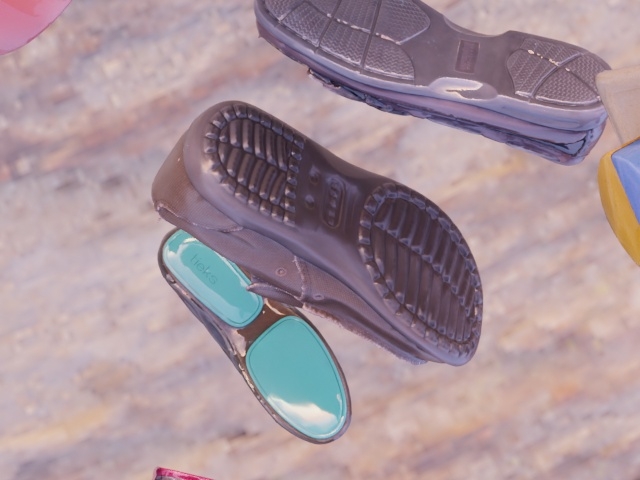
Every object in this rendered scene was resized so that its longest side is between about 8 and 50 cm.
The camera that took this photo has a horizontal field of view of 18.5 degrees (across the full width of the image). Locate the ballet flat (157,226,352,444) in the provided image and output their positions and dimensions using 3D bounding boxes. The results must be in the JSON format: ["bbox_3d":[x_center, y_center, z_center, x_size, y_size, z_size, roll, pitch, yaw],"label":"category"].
[{"bbox_3d":[-0.063,0.095,2.061,0.095,0.280,0.096,-37,172,-7],"label":"ballet flat"}]

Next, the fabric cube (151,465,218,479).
[{"bbox_3d":[-0.088,0.400,2.099,0.254,0.258,0.259,15,176,-3],"label":"fabric cube"}]

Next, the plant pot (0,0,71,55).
[{"bbox_3d":[-0.301,-0.294,1.400,0.243,0.275,0.275,19,130,-38],"label":"plant pot"}]

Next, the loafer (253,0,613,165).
[{"bbox_3d":[0.086,-0.130,1.598,0.302,0.109,0.095,17,141,7],"label":"loafer"}]

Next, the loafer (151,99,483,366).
[{"bbox_3d":[0.000,0.000,1.746,0.366,0.134,0.130,36,143,-29],"label":"loafer"}]

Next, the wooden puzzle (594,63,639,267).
[{"bbox_3d":[0.280,0.039,1.219,0.080,0.322,0.348,-26,-173,-11],"label":"wooden puzzle"}]
